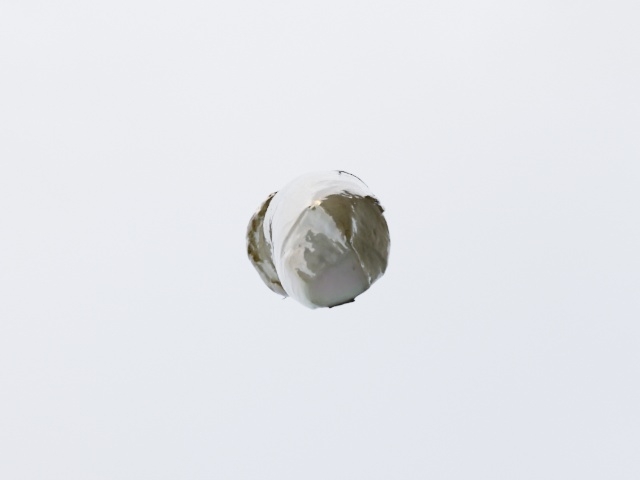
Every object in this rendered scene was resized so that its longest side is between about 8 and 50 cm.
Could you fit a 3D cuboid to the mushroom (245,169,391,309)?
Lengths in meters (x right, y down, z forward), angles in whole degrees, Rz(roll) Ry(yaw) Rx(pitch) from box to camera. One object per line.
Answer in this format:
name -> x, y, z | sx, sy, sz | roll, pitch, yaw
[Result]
mushroom -> 0.000, 0.000, 0.816 | 0.209, 0.084, 0.071 | -124, 13, -85
